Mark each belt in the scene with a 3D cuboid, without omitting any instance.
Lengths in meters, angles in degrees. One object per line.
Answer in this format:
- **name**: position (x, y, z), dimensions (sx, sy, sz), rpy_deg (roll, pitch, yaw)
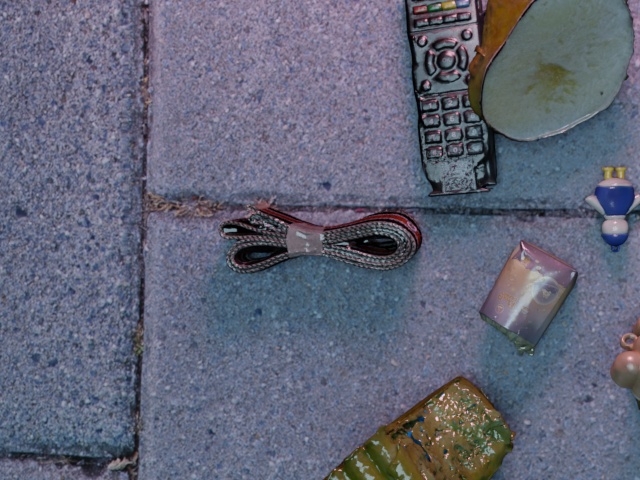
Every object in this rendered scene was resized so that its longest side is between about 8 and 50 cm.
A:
- **belt**: position (0.000, 0.000, 2.016), dimensions (0.360, 0.094, 0.126), rpy_deg (2, 96, 17)

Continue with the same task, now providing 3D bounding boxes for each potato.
- **potato**: position (0.364, -0.326, 1.868), dimensions (0.247, 0.196, 0.299), rpy_deg (17, 123, -19)

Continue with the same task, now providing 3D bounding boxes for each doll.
- **doll**: position (0.488, -0.051, 1.900), dimensions (0.099, 0.057, 0.142), rpy_deg (-3, 92, -5)
- **doll**: position (0.591, 0.231, 1.799), dimensions (0.154, 0.119, 0.278), rpy_deg (-39, 66, -22)

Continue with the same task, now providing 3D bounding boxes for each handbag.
- **handbag**: position (0.344, 0.098, 1.925), dimensions (0.117, 0.095, 0.173), rpy_deg (30, 96, 16)

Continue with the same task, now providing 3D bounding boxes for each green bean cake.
- **green bean cake**: position (0.174, 0.373, 1.865), dimensions (0.285, 0.310, 0.202), rpy_deg (-41, 79, 15)

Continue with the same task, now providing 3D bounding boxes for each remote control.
- **remote control**: position (0.228, -0.276, 1.962), dimensions (0.145, 0.062, 0.398), rpy_deg (-5, 88, 14)

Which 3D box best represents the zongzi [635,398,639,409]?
- **zongzi**: position (0.610, 0.252, 1.873), dimensions (0.189, 0.081, 0.178), rpy_deg (-18, 72, 7)
